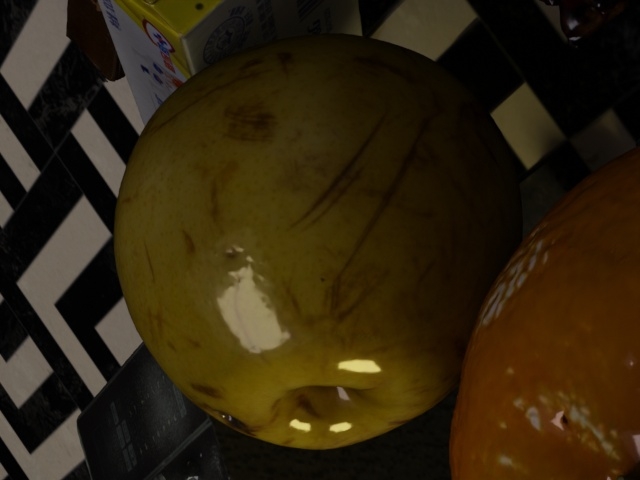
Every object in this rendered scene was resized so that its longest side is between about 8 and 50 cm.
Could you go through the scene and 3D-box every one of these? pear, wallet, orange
[{"bbox_3d":[0.000,0.000,1.064,0.281,0.281,0.280,31,138,33],"label":"pear"},{"bbox_3d":[-0.208,-0.238,1.525,0.095,0.026,0.176,45,143,29],"label":"wallet"},{"bbox_3d":[0.259,0.130,0.893,0.424,0.326,0.424,2,92,44],"label":"orange"}]

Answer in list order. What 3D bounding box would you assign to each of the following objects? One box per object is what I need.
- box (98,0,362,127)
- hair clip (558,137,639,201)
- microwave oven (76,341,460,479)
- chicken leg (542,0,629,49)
[{"bbox_3d":[-0.060,-0.159,1.197,0.097,0.168,0.265,40,166,21],"label":"box"},{"bbox_3d":[0.237,-0.009,1.128,0.116,0.049,0.172,58,149,8],"label":"hair clip"},{"bbox_3d":[0.045,0.272,1.248,0.236,0.374,0.432,-44,59,51],"label":"microwave oven"},{"bbox_3d":[0.069,-0.244,1.122,0.407,0.096,0.158,21,147,46],"label":"chicken leg"}]
